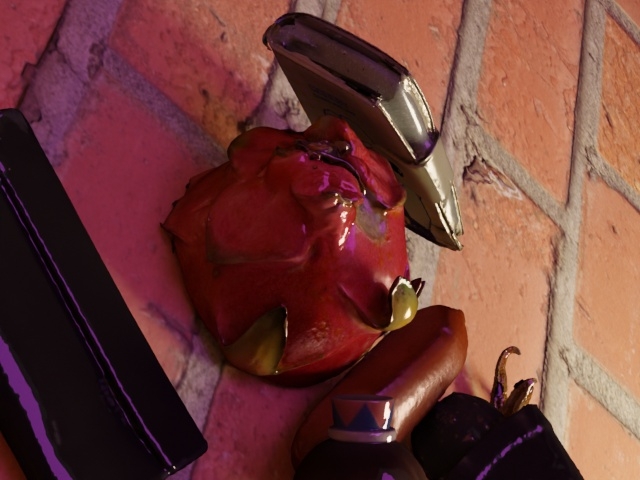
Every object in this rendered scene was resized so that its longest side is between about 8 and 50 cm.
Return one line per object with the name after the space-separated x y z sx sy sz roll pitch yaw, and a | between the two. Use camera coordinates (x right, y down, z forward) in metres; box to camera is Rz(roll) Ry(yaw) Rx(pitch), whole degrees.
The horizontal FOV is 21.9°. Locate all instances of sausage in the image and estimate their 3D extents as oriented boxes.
0.067 0.184 1.908 0.348 0.094 0.097 -41 122 -45 | sausage

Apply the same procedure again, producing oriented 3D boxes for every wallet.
-0.271 0.068 1.606 0.228 0.062 0.406 -25 85 -56 | wallet
0.063 -0.122 1.969 0.077 0.223 0.309 -49 142 -16 | wallet

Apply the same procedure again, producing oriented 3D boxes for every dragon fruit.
0.000 0.000 1.862 0.305 0.226 0.305 33 39 -33 | dragon fruit

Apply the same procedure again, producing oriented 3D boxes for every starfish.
0.258 0.226 2.125 0.146 0.074 0.190 46 23 -71 | starfish

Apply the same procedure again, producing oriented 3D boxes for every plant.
0.217 0.287 1.956 0.164 0.142 0.256 -35 59 -22 | plant

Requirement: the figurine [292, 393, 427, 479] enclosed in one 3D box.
0.057 0.293 1.720 0.161 0.158 0.275 -63 135 -70 | figurine
